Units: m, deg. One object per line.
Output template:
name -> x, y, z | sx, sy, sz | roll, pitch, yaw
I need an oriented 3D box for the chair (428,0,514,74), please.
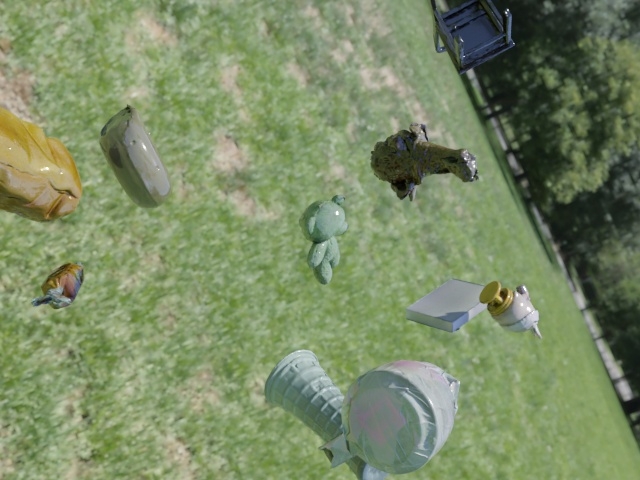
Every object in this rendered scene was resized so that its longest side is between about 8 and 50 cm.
chair -> 0.205, -0.279, 1.227 | 0.101, 0.084, 0.212 | 64, 4, 18

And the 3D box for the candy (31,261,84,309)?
candy -> -0.356, 0.064, 1.234 | 0.046, 0.053, 0.182 | 62, 3, -14

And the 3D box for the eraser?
eraser -> 0.238, 0.114, 1.604 | 0.150, 0.104, 0.023 | -28, 120, -41

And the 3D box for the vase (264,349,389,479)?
vase -> 0.029, 0.358, 1.807 | 0.299, 0.143, 0.143 | 36, -7, 39

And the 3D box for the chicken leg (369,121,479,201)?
chicken leg -> 0.170, -0.136, 1.480 | 0.080, 0.196, 0.125 | -26, 97, -45

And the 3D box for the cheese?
cheese -> -0.352, -0.148, 1.723 | 0.175, 0.091, 0.202 | -117, -176, -60

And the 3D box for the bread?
bread -> -0.534, -0.135, 1.478 | 0.294, 0.132, 0.167 | 27, 22, -54

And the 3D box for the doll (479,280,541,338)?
doll -> 0.333, 0.115, 1.518 | 0.127, 0.073, 0.084 | 38, 68, -18

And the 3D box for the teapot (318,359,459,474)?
teapot -> 0.127, 0.291, 1.426 | 0.163, 0.221, 0.178 | 35, 23, 22

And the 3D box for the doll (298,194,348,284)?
doll -> 0.000, 0.000, 1.424 | 0.115, 0.077, 0.150 | -46, 143, -40
